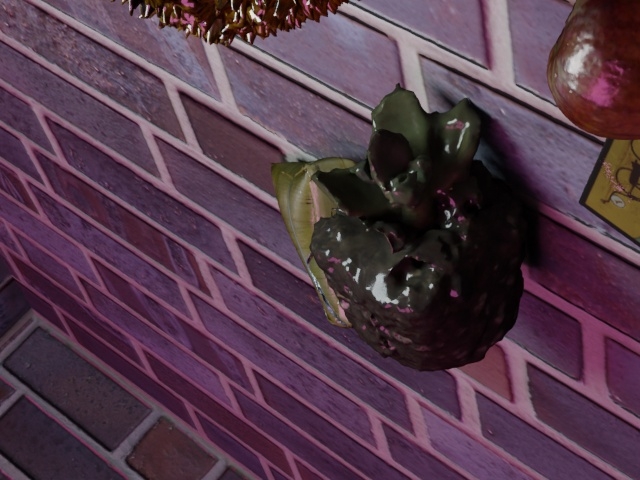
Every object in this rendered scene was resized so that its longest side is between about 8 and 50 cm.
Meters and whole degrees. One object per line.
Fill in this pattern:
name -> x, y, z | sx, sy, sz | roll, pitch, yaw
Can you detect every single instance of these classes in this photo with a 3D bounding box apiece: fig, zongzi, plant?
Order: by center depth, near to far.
fig -> 0.298, -0.156, 1.134 | 0.160, 0.230, 0.143 | 93, 171, -62
plant -> 0.113, -0.010, 1.580 | 0.213, 0.215, 0.312 | 35, 155, 30
zongzi -> 0.000, 0.000, 1.882 | 0.256, 0.115, 0.228 | 6, 111, 65

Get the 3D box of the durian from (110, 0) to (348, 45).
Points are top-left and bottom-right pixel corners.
durian -> -0.070, -0.331, 1.122 | 0.347, 0.347, 0.384 | 37, 145, 17

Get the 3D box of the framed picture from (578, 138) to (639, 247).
framed picture -> 0.404, 0.000, 1.348 | 0.324, 0.013, 0.244 | 39, 159, 15
